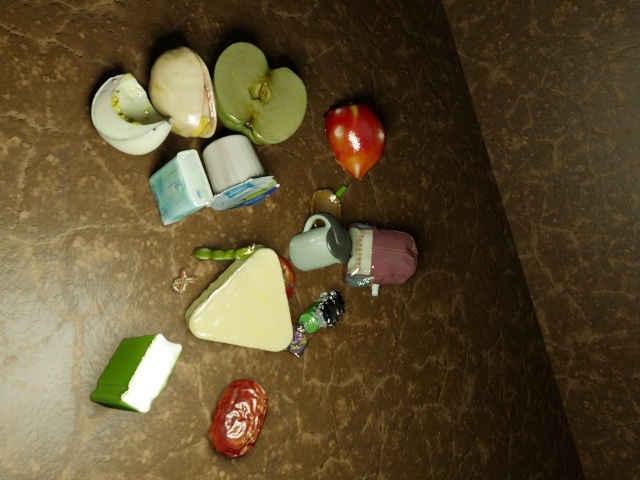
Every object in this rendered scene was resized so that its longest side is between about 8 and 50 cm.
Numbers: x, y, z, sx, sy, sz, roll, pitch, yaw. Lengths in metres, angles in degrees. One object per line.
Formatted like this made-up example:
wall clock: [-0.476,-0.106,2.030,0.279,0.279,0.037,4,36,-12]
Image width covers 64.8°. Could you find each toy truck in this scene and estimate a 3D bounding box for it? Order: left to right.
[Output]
toy truck: [0.008,0.281,1.984,0.101,0.125,0.242,66,25,-4]

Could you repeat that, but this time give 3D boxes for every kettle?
kettle: [0.000,0.000,1.997,0.161,0.236,0.221,-12,87,-41]

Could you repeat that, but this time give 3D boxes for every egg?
egg: [-0.605,-0.374,1.632,0.271,0.161,0.206,42,76,18]

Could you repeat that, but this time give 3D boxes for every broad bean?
broad bean: [-0.329,0.045,1.714,0.052,0.256,0.052,-26,109,-63]

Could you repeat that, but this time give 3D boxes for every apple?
apple: [-0.241,-0.539,1.895,0.311,0.320,0.360,70,32,-59]

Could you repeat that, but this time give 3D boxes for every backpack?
backpack: [0.261,0.069,2.184,0.318,0.197,0.283,4,74,-1]

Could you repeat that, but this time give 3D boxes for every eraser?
eraser: [-0.530,0.378,1.437,0.092,0.274,0.210,40,57,-28]

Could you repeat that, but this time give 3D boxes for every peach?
peach: [0.179,-0.461,2.281,0.258,0.201,0.361,-12,88,-42]

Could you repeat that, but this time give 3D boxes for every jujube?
jujube: [-0.271,0.591,1.683,0.174,0.174,0.250,37,48,-28]

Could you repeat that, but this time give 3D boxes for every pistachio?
pistachio: [-0.464,-0.503,1.731,0.230,0.230,0.308,-18,91,-41]

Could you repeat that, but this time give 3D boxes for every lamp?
lamp: [-0.467,0.144,1.709,0.063,0.031,0.083,46,58,-21]

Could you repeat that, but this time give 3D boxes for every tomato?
tomato: [-0.180,0.141,1.906,0.228,0.101,0.227,14,68,-37]

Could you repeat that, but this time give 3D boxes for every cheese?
cheese: [-0.233,0.250,1.759,0.384,0.104,0.383,-4,100,-27]

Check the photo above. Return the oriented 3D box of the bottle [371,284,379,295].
bottle: [0.250,0.143,2.294,0.060,0.060,0.217,16,71,-37]

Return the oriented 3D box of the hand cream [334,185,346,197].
hand cream: [0.073,-0.201,2.249,0.122,0.023,0.036,-47,114,-33]

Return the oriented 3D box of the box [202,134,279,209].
box: [-0.297,-0.250,1.835,0.291,0.263,0.206,17,50,-77]

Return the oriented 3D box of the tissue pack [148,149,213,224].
tissue pack: [-0.460,-0.167,1.633,0.089,0.263,0.177,-20,92,-38]

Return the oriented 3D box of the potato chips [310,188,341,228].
potato chips: [0.018,-0.122,2.166,0.150,0.049,0.201,4,80,-35]

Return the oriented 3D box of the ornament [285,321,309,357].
ornament: [-0.090,0.359,1.863,0.088,0.203,0.081,26,64,7]
